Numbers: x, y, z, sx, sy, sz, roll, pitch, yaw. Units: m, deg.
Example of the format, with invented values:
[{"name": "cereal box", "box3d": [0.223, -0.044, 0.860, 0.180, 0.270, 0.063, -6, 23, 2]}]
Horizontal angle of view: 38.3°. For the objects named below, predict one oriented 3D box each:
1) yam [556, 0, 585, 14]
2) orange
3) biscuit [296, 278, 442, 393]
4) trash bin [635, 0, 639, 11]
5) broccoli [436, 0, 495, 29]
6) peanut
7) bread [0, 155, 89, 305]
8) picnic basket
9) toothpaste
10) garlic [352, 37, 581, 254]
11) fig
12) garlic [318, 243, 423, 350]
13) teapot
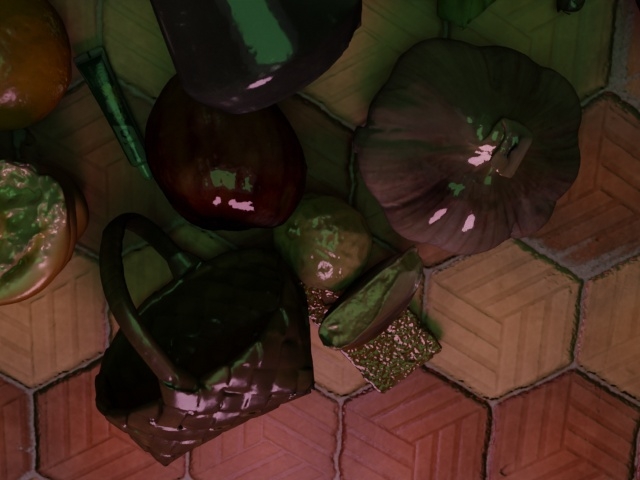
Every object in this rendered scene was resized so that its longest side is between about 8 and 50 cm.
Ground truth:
[{"name": "yam", "box3d": [0.363, -0.448, 1.277, 0.046, 0.046, 0.264, 3, 106, -2]}, {"name": "orange", "box3d": [-0.448, -0.252, 1.249, 0.219, 0.193, 0.219, -1, 124, -2]}, {"name": "biscuit", "box3d": [0.071, 0.123, 1.449, 0.131, 0.026, 0.237, -40, 102, 7]}, {"name": "trash bin", "box3d": [0.544, -0.298, 1.245, 0.214, 0.214, 0.334, -26, 97, 6]}, {"name": "broccoli", "box3d": [0.169, -0.453, 1.196, 0.375, 0.302, 0.249, -41, 81, -17]}, {"name": "peanut", "box3d": [0.000, 0.000, 1.368, 0.159, 0.109, 0.141, 25, 100, -11]}, {"name": "bread", "box3d": [-0.487, -0.009, 1.275, 0.315, 0.270, 0.211, 2, 92, -10]}, {"name": "picnic basket", "box3d": [-0.200, 0.106, 1.281, 0.337, 0.293, 0.337, -3, 125, -5]}, {"name": "toothpaste", "box3d": [-0.295, -0.182, 1.350, 0.049, 0.031, 0.204, -24, 104, 4]}, {"name": "garlic", "box3d": [0.209, -0.127, 1.289, 0.322, 0.241, 0.322, 7, 123, 11]}, {"name": "fig", "box3d": [-0.134, -0.120, 1.279, 0.224, 0.224, 0.263, -39, 72, 10]}, {"name": "garlic", "box3d": [0.081, 0.090, 1.373, 0.195, 0.101, 0.087, -41, 82, 1]}, {"name": "teapot", "box3d": [-0.103, -0.347, 1.062, 0.300, 0.253, 0.344, -16, 125, 28]}]
